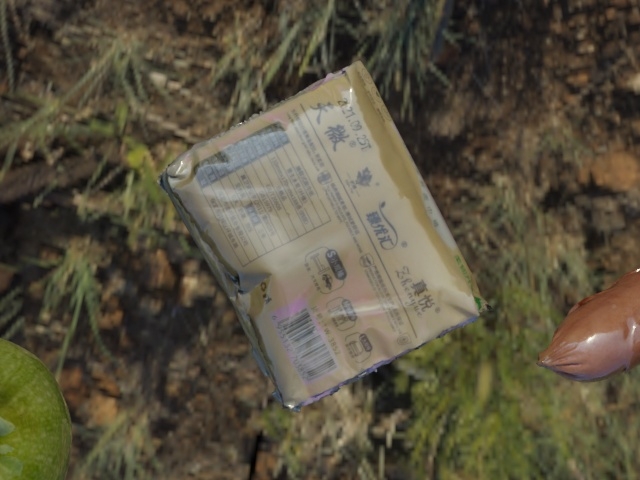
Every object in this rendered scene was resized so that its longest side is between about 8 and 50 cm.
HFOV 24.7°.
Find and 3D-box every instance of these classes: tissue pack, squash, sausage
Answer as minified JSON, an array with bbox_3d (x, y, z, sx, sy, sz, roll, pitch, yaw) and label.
[{"bbox_3d":[0.000,0.000,1.306,0.215,0.123,0.257,-28,92,-1],"label":"tissue pack"},{"bbox_3d":[-0.179,0.102,0.700,0.123,0.123,0.187,16,157,-11],"label":"squash"},{"bbox_3d":[0.376,0.038,1.480,0.433,0.088,0.088,-29,142,-32],"label":"sausage"}]
